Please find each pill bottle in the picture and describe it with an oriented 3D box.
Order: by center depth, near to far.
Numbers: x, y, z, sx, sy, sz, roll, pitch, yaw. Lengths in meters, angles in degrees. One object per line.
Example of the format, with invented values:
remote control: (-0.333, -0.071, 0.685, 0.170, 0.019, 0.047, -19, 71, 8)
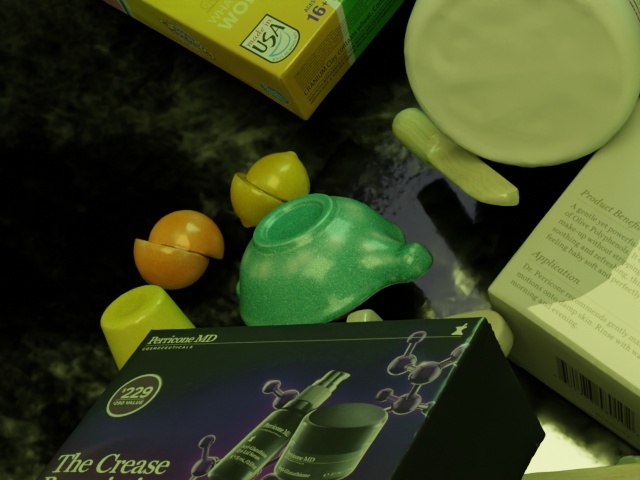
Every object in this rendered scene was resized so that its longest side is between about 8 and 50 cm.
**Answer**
pill bottle: (0.171, -0.200, 1.365, 0.169, 0.169, 0.301, 6, 37, 14)

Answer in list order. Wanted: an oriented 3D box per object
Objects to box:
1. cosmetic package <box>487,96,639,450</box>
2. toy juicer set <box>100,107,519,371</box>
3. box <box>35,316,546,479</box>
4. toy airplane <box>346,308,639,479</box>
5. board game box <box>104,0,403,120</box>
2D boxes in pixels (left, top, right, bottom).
cosmetic package: (0.308, -0.028, 1.328, 0.197, 0.155, 0.365, 37, 79, 21)
toy juicer set: (0.000, 0.000, 1.393, 0.329, 0.089, 0.209, -22, 27, 13)
box: (-0.029, 0.141, 1.083, 0.261, 0.103, 0.184, -5, 34, 38)
toy airplane: (0.053, 0.234, 1.248, 0.384, 0.272, 0.386, -38, 29, -16)
board game box: (-0.059, -0.267, 1.515, 0.316, 0.064, 0.242, 31, 77, 33)
